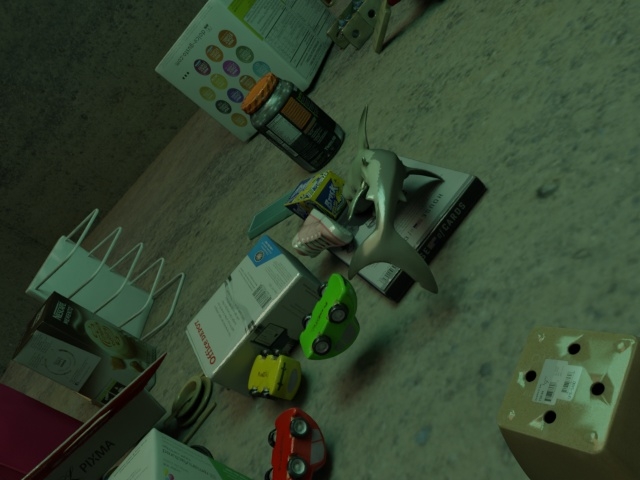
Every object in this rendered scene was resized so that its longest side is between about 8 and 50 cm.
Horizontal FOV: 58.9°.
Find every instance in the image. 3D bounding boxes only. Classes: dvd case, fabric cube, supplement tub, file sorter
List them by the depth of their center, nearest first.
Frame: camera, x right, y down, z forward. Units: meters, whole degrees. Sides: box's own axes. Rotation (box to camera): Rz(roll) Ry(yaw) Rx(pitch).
[{"bbox_3d":[0.097,-0.031,0.776,0.179,0.030,0.239,-52,25,0],"label":"dvd case"},{"bbox_3d":[-0.572,0.457,1.013,0.259,0.254,0.258,-53,26,-4],"label":"fabric cube"},{"bbox_3d":[-0.056,-0.235,1.124,0.117,0.190,0.117,-40,27,25],"label":"supplement tub"},{"bbox_3d":[-0.483,0.094,1.327,0.173,0.278,0.192,-34,30,26],"label":"file sorter"}]

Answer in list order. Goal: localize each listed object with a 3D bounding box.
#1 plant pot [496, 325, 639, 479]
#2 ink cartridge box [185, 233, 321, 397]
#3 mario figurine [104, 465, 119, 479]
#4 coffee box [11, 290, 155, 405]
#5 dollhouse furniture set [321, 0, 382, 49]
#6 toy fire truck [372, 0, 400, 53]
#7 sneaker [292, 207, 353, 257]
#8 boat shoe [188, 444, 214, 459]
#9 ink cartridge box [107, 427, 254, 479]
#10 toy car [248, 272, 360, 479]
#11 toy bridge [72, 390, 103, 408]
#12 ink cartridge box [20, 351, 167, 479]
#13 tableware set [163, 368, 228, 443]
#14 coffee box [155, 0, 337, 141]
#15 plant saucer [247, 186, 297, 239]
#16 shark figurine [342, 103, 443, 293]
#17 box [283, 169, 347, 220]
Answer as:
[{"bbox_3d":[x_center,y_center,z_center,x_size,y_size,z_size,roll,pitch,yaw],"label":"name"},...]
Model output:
[{"bbox_3d":[0.179,0.111,0.359,0.109,0.096,0.109,-4,53,58],"label":"plant pot"},{"bbox_3d":[-0.094,0.106,0.826,0.190,0.082,0.139,-50,36,3],"label":"ink cartridge box"},{"bbox_3d":[-0.284,0.462,0.714,0.320,0.170,0.198,-85,3,-66],"label":"mario figurine"},{"bbox_3d":[-0.462,0.227,1.136,0.098,0.246,0.141,-50,25,5],"label":"coffee box"},{"bbox_3d":[0.050,-0.592,1.429,0.129,0.184,0.129,-51,25,3],"label":"dollhouse furniture set"},{"bbox_3d":[0.183,-0.555,1.229,0.246,0.158,0.217,-27,33,24],"label":"toy fire truck"},{"bbox_3d":[0.000,0.000,0.810,0.070,0.051,0.134,-55,21,2],"label":"sneaker"},{"bbox_3d":[-0.198,0.335,0.669,0.233,0.084,0.079,-48,-20,-48],"label":"boat shoe"},{"bbox_3d":[-0.129,0.311,0.554,0.093,0.154,0.212,-48,24,6],"label":"ink cartridge box"},{"bbox_3d":[-0.008,0.145,0.646,0.224,0.053,0.239,-63,22,14],"label":"toy car"},{"bbox_3d":[-0.559,0.360,1.347,0.188,0.063,0.026,-5,52,57],"label":"toy bridge"},{"bbox_3d":[-0.347,0.327,0.834,0.261,0.066,0.296,-46,-2,39],"label":"ink cartridge box"},{"bbox_3d":[-0.184,0.213,0.921,0.194,0.039,0.128,-52,24,1],"label":"tableware set"},{"bbox_3d":[-0.200,-0.565,1.646,0.338,0.334,0.338,-28,32,44],"label":"coffee box"},{"bbox_3d":[-0.085,-0.063,1.150,0.192,0.018,0.067,-30,33,42],"label":"plant saucer"},{"bbox_3d":[0.094,-0.062,0.682,0.278,0.116,0.166,-98,18,-68],"label":"shark figurine"},{"bbox_3d":[-0.006,-0.071,0.946,0.059,0.054,0.169,-56,14,-10],"label":"box"}]
